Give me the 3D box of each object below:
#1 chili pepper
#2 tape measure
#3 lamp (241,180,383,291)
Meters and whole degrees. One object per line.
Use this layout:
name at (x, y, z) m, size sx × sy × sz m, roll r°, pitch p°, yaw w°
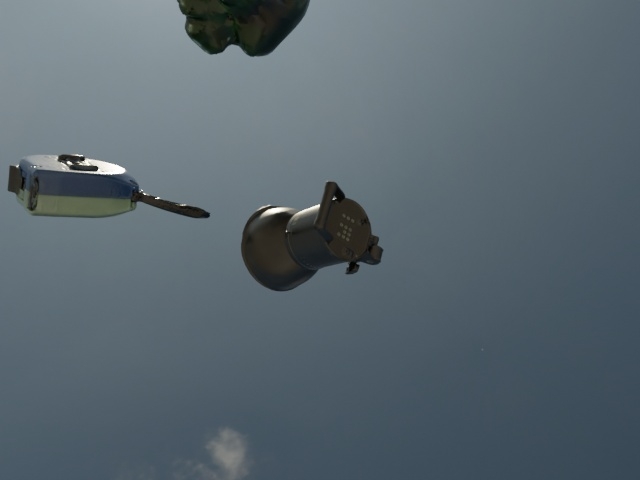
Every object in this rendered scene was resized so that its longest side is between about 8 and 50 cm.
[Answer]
chili pepper at (-0.147, -0.479, 1.362) m, size 0.233 × 0.248 × 0.257 m, roll -1°, pitch -126°, yaw 30°
tape measure at (-0.405, -0.100, 1.409) m, size 0.215 × 0.351 × 0.098 m, roll 25°, pitch -73°, yaw 51°
lamp at (0.000, 0.000, 1.160) m, size 0.227 × 0.172 × 0.147 m, roll -14°, pitch -128°, yaw 51°
